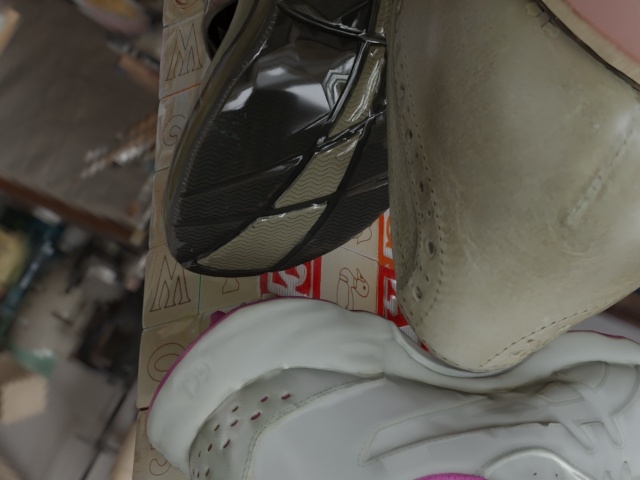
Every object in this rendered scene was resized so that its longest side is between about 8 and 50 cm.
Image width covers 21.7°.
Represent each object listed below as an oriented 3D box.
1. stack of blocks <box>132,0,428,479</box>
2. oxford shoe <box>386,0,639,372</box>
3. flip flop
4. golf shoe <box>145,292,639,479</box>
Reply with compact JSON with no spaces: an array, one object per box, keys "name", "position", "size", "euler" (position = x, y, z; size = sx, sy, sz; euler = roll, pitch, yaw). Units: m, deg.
[{"name":"stack of blocks","position":[0.000,0.000,0.884],"size":[0.087,0.297,0.171],"euler":[-16,153,40]},{"name":"oxford shoe","position":[0.082,-0.104,0.545],"size":[0.140,0.397,0.146],"euler":[33,119,-3]},{"name":"flip flop","position":[-0.005,-0.110,0.695],"size":[0.112,0.277,0.080],"euler":[-1,-153,-26]},{"name":"golf shoe","position":[0.075,0.110,0.713],"size":[0.306,0.115,0.140],"euler":[7,-145,-35]}]
